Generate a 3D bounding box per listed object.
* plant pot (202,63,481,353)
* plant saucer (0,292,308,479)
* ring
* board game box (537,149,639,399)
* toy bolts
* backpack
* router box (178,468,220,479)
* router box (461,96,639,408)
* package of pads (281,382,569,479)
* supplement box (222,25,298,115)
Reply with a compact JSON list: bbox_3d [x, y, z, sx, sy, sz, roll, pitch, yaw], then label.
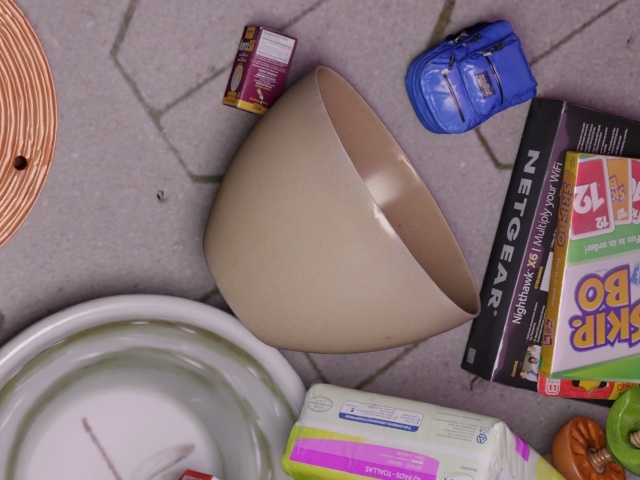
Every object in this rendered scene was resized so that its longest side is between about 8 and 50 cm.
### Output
[{"bbox_3d":[0.000,0.000,1.635,0.191,0.284,0.284,-33,109,14],"label":"plant pot"},{"bbox_3d":[-0.193,0.244,1.665,0.400,0.100,0.400,-3,98,-21],"label":"plant saucer"},{"bbox_3d":[-0.413,-0.115,1.575,0.336,0.032,0.337,-3,99,-19],"label":"ring"},{"bbox_3d":[0.301,0.041,1.766,0.124,0.039,0.259,4,99,-19],"label":"board game box"},{"bbox_3d":[0.343,0.302,1.793,0.218,0.158,0.228,22,46,-40],"label":"toy bolts"},{"bbox_3d":[0.152,-0.166,1.736,0.120,0.101,0.098,-26,99,-11],"label":"backpack"},{"bbox_3d":[-0.075,0.435,1.604,0.335,0.082,0.301,39,74,-17],"label":"router box"},{"bbox_3d":[0.309,0.023,1.827,0.243,0.081,0.309,14,92,-21],"label":"router box"},{"bbox_3d":[0.120,0.245,1.658,0.296,0.229,0.101,43,60,-50],"label":"package of pads"},{"bbox_3d":[-0.061,-0.168,1.681,0.043,0.055,0.083,16,91,-21],"label":"supplement box"}]
